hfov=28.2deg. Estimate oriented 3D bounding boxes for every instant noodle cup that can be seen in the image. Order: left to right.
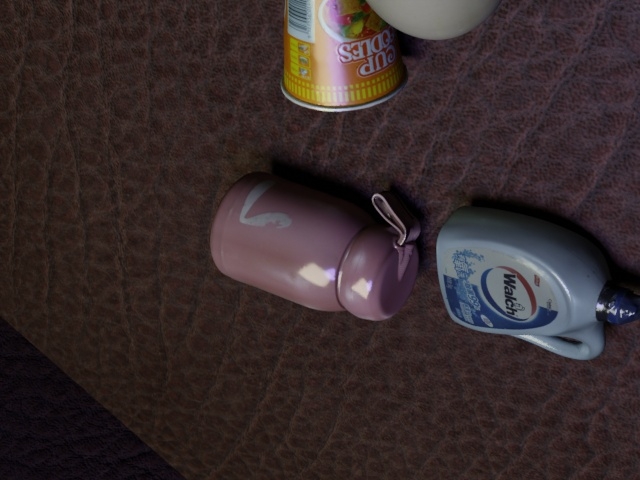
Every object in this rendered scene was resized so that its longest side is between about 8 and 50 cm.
[{"bbox_3d":[0.021,-0.278,1.561,0.168,0.168,0.185,19,132,31],"label":"instant noodle cup"}]

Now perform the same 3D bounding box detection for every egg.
[{"bbox_3d":[0.115,-0.332,1.358,0.186,0.186,0.241,9,124,41],"label":"egg"}]

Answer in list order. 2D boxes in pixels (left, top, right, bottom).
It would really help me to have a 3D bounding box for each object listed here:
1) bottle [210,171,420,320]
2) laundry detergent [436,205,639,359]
[{"bbox_3d":[0.000,0.000,1.878,0.297,0.173,0.206,21,107,30],"label":"bottle"},{"bbox_3d":[0.299,0.069,1.694,0.280,0.105,0.215,17,139,31],"label":"laundry detergent"}]
